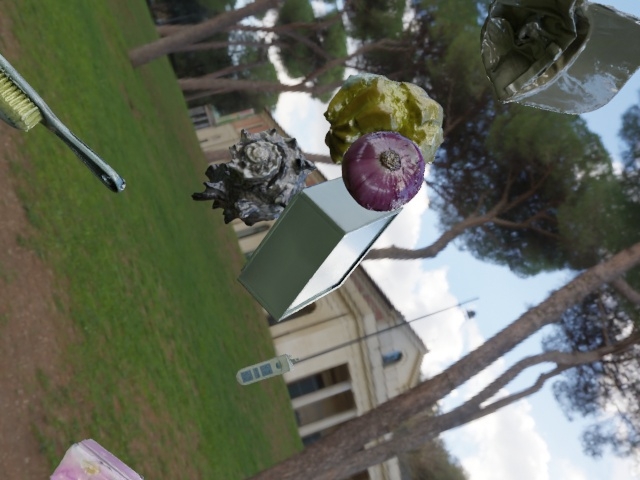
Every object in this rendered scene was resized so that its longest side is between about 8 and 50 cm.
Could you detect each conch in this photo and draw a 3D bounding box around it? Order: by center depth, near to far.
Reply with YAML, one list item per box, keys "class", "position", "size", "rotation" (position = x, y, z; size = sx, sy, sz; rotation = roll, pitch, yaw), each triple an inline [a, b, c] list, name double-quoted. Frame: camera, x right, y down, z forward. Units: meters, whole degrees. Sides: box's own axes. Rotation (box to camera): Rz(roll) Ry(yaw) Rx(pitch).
- class: "conch"
  position: [-0.165, -0.159, 1.719]
  size: [0.240, 0.313, 0.186]
  rotation: [65, 19, 1]

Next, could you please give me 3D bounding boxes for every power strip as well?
- class: "power strip"
  position: [-0.143, 0.345, 1.839]
  size: [0.030, 0.191, 0.047]
  rotation: [13, 58, -76]

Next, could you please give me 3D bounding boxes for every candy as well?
- class: "candy"
  position: [-0.519, 0.608, 1.689]
  size: [0.265, 0.115, 0.155]
  rotation: [37, -9, 2]

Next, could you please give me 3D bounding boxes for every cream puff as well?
- class: "cream puff"
  position: [0.165, -0.317, 2.070]
  size: [0.378, 0.275, 0.378]
  rotation: [20, -56, 33]

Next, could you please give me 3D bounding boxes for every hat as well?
- class: "hat"
  position: [0.394, -0.322, 1.117]
  size: [0.214, 0.245, 0.149]
  rotation: [-57, -139, 46]

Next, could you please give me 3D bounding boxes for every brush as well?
- class: "brush"
  position: [-0.396, -0.163, 0.955]
  size: [0.297, 0.060, 0.068]
  rotation: [44, -27, -1]

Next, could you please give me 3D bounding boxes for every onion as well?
- class: "onion"
  position: [0.085, -0.093, 0.938]
  size: [0.104, 0.115, 0.115]
  rotation: [109, -37, -65]

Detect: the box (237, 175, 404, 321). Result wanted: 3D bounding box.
- class: "box"
  position: [0.000, 0.000, 1.229]
  size: [0.117, 0.225, 0.225]
  rotation: [45, -59, 13]
